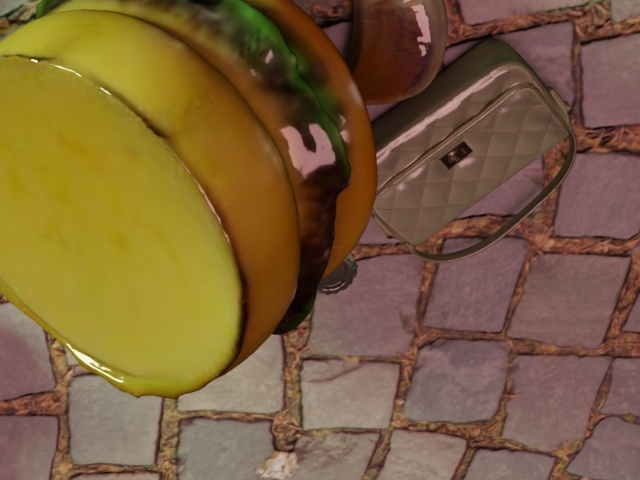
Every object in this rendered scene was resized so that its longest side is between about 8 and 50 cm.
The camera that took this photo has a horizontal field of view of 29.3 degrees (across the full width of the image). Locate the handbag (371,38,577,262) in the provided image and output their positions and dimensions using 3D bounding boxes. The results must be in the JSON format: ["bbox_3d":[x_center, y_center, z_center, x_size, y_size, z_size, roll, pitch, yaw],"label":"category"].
[{"bbox_3d":[0.171,-0.083,1.383,0.256,0.079,0.219,-37,123,14],"label":"handbag"}]

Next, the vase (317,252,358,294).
[{"bbox_3d":[0.000,0.000,1.356,0.081,0.148,0.081,-5,121,-8],"label":"vase"}]

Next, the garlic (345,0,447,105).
[{"bbox_3d":[0.068,-0.235,1.270,0.129,0.090,0.198,0,125,4],"label":"garlic"}]

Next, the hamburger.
[{"bbox_3d":[-0.141,-0.082,1.162,0.396,0.277,0.395,20,132,24],"label":"hamburger"}]
